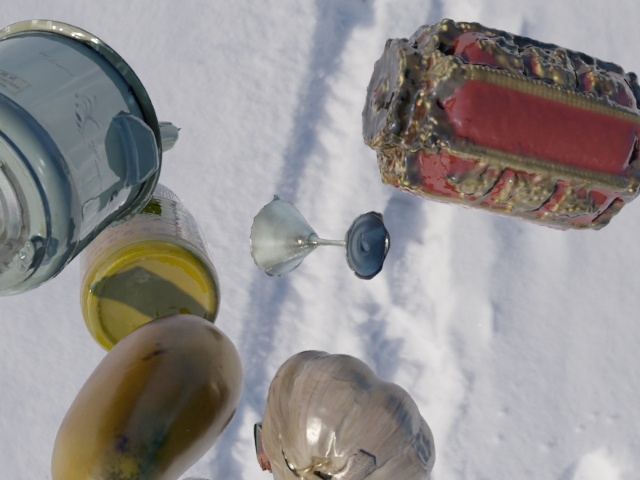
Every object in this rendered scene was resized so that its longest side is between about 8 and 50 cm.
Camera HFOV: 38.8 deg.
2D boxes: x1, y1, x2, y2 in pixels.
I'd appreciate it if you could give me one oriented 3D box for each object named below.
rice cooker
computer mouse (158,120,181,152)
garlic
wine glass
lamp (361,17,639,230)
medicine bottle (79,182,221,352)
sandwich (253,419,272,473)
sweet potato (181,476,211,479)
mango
[{"bbox_3d":[-0.331,-0.095,1.014,0.316,0.316,0.264,-18,119,-22],"label":"rice cooker"},{"bbox_3d":[-0.336,-0.181,1.671,0.181,0.089,0.056,-29,138,-22],"label":"computer mouse"},{"bbox_3d":[0.025,0.236,1.042,0.152,0.228,0.228,-43,104,-36],"label":"garlic"},{"bbox_3d":[0.000,0.000,1.281,0.122,0.183,0.122,-3,94,-45],"label":"wine glass"},{"bbox_3d":[0.176,-0.102,0.842,0.274,0.177,0.177,11,83,-19],"label":"lamp"},{"bbox_3d":[-0.305,0.035,1.583,0.224,0.384,0.224,-5,112,-12],"label":"medicine bottle"},{"bbox_3d":[-0.072,0.286,1.275,0.029,0.135,0.067,-10,68,-14],"label":"sandwich"},{"bbox_3d":[-0.249,0.516,1.702,0.079,0.346,0.108,19,38,-2],"label":"sweet potato"},{"bbox_3d":[-0.210,0.215,1.097,0.173,0.211,0.317,52,30,-12],"label":"mango"}]
